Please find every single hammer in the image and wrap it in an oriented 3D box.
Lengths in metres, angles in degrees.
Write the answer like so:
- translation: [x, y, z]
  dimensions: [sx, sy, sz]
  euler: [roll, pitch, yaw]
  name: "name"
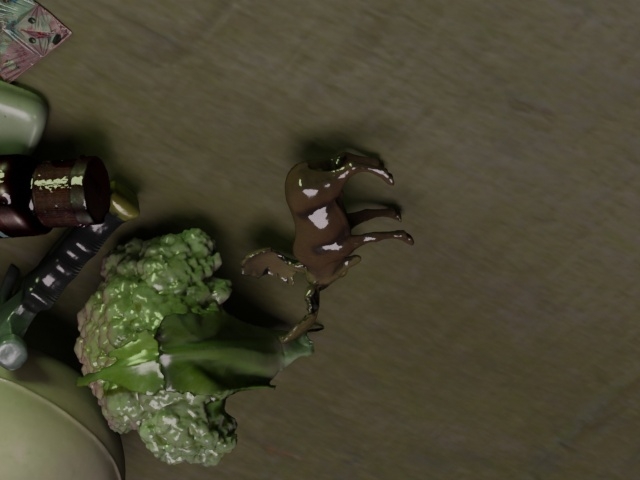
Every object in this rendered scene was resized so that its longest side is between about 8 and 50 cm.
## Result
- translation: [-0.284, 0.026, 1.868]
  dimensions: [0.041, 0.159, 0.226]
  euler: [36, 106, -25]
  name: "hammer"

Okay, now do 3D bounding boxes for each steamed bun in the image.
- translation: [-0.395, 0.278, 1.962]
  dimensions: [0.334, 0.334, 0.374]
  euler: [29, 136, -18]
  name: "steamed bun"

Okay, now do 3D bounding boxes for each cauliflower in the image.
- translation: [-0.135, 0.126, 1.893]
  dimensions: [0.315, 0.256, 0.239]
  euler: [3, 135, -39]
  name: "cauliflower"

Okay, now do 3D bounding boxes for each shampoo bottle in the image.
- translation: [-0.386, -0.042, 1.810]
  dimensions: [0.323, 0.084, 0.129]
  euler: [-2, 156, 14]
  name: "shampoo bottle"

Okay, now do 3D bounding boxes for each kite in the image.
- translation: [-0.329, -0.215, 1.731]
  dimensions: [0.152, 0.005, 0.137]
  euler: [4, 130, 3]
  name: "kite"

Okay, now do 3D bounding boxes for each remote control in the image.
- translation: [-0.437, -0.161, 1.766]
  dimensions: [0.309, 0.038, 0.090]
  euler: [18, 129, -10]
  name: "remote control"

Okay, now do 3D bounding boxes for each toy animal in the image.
- translation: [0.000, 0.000, 1.818]
  dimensions: [0.186, 0.094, 0.214]
  euler: [-20, 128, -2]
  name: "toy animal"
